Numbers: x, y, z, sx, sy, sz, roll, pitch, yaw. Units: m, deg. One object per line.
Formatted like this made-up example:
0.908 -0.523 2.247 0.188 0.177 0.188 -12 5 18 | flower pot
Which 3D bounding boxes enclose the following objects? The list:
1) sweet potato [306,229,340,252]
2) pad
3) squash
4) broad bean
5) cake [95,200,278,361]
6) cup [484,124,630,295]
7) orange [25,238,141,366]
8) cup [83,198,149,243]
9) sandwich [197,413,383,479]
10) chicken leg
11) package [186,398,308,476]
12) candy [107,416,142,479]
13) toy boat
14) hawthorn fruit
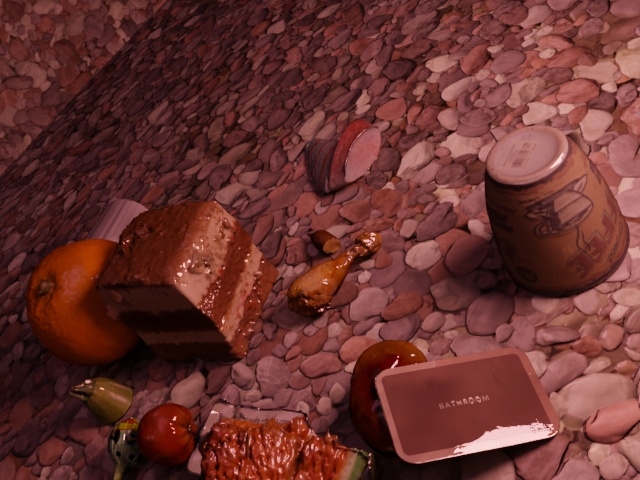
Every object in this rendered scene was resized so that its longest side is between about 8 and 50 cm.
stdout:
0.000 0.000 1.650 0.049 0.049 0.117 -48 34 -13 | sweet potato
0.231 0.258 1.150 0.266 0.002 0.176 -9 45 -8 | pad
-0.503 0.340 1.621 0.105 0.132 0.105 -21 44 21 | squash
0.126 0.265 1.232 0.156 0.122 0.229 -20 45 22 | broad bean
-0.287 0.093 1.587 0.282 0.290 0.256 -6 49 29 | cake
0.413 -0.096 1.272 0.227 0.257 0.301 2 51 35 | cup
-0.544 0.145 1.716 0.312 0.312 0.312 -21 42 19 | orange
-0.576 0.008 1.983 0.221 0.167 0.202 -10 43 28 | cup
-0.073 0.404 1.206 0.301 0.162 0.250 29 78 12 | sandwich
0.030 0.065 1.536 0.251 0.087 0.107 -42 31 -13 | chicken leg
-0.140 0.391 1.378 0.232 0.040 0.166 1 55 28 | package
-0.417 0.508 1.447 0.091 0.083 0.305 -37 34 52 | candy
0.026 -0.217 1.829 0.282 0.096 0.206 17 77 55 | toy boat
-0.309 0.386 1.430 0.125 0.140 0.125 -178 90 -65 | hawthorn fruit
